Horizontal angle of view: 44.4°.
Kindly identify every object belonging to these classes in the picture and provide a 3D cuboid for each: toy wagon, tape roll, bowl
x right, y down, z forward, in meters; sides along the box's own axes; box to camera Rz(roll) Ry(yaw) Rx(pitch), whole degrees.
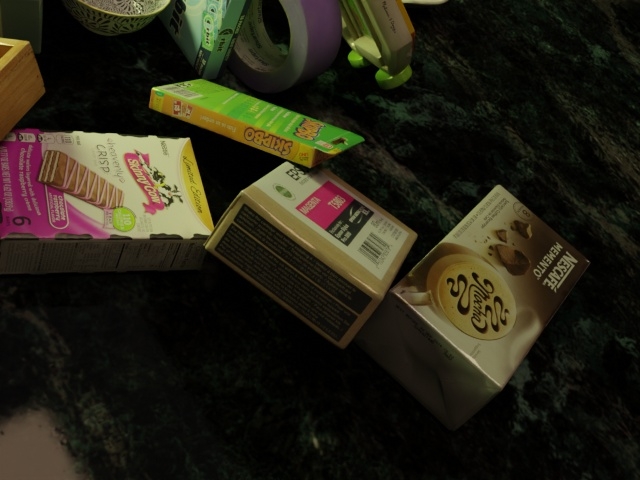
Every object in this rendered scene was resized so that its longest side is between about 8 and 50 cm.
[{"bbox_3d":[0.031,-0.389,1.216,0.068,0.267,0.344,-33,34,-2],"label":"toy wagon"},{"bbox_3d":[-0.065,-0.315,1.133,0.189,0.189,0.080,46,47,12],"label":"tape roll"},{"bbox_3d":[-0.301,-0.343,1.104,0.170,0.080,0.170,15,48,-17],"label":"bowl"}]

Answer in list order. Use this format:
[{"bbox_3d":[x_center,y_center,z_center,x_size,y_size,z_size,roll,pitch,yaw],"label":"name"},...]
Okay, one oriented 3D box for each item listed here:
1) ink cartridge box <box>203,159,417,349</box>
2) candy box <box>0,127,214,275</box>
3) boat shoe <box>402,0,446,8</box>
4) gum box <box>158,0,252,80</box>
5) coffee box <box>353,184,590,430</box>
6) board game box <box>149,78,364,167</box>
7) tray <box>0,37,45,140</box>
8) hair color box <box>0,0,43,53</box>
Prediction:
[{"bbox_3d":[0.000,0.000,0.930,0.193,0.088,0.234,37,24,2],"label":"ink cartridge box"},{"bbox_3d":[-0.251,-0.045,0.892,0.233,0.071,0.159,0,54,-30],"label":"candy box"},{"bbox_3d":[0.087,-0.486,1.447,0.319,0.116,0.099,3,9,-19],"label":"boat shoe"},{"bbox_3d":[-0.178,-0.351,1.124,0.041,0.157,0.184,-19,65,-37],"label":"gum box"},{"bbox_3d":[0.201,0.075,1.006,0.168,0.119,0.297,42,46,10],"label":"coffee box"},{"bbox_3d":[-0.080,-0.154,1.021,0.259,0.039,0.124,20,23,17],"label":"board game box"},{"bbox_3d":[-0.461,-0.067,0.746,0.203,0.076,0.411,9,44,12],"label":"tray"},{"bbox_3d":[-0.452,-0.432,1.009,0.185,0.113,0.374,1,66,-19],"label":"hair color box"}]
